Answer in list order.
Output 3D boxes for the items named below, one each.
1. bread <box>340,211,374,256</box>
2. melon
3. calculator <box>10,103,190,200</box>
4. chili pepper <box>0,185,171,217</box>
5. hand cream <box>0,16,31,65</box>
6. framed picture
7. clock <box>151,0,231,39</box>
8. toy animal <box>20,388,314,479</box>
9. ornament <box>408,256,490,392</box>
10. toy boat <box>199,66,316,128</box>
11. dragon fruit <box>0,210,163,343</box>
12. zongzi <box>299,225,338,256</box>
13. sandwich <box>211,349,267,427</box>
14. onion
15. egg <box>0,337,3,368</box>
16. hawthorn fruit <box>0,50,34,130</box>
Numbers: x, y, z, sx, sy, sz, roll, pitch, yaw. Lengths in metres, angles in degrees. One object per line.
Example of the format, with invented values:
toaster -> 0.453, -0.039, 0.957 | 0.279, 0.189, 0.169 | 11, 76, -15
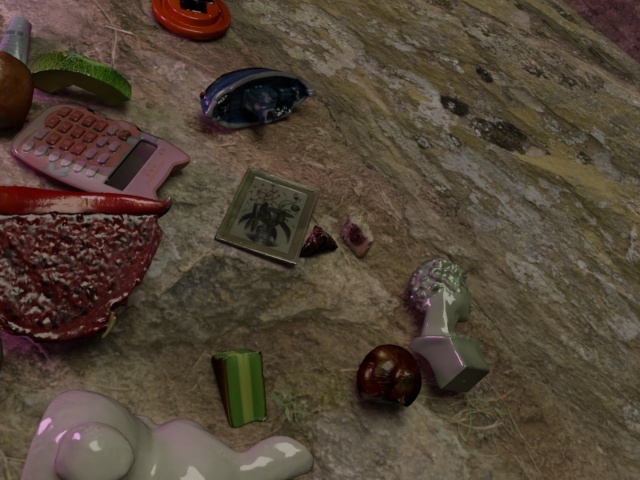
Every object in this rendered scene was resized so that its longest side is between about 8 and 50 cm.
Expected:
bread -> 0.077, -0.011, 1.423 | 0.035, 0.070, 0.083 | -20, 67, -34
melon -> -0.503, -0.339, 1.425 | 0.209, 0.118, 0.064 | 18, 60, -26
calculator -> -0.441, -0.170, 1.350 | 0.329, 0.048, 0.220 | 24, 47, 0
chili pepper -> -0.458, -0.059, 1.184 | 0.368, 0.137, 0.092 | -5, 77, -26
hand cream -> -0.661, -0.404, 1.458 | 0.076, 0.047, 0.174 | 8, 58, -18
framed picture -> -0.104, -0.056, 1.412 | 0.172, 0.010, 0.231 | 18, 47, -2
clock -> -0.331, -0.593, 1.752 | 0.205, 0.051, 0.205 | 11, 48, -13
toy animal -> -0.198, 0.321, 0.895 | 0.367, 0.241, 0.196 | 22, 64, -17
ornament -> 0.234, 0.158, 1.311 | 0.130, 0.120, 0.285 | 30, 42, -26
toy boat -> -0.135, -0.318, 1.548 | 0.309, 0.129, 0.142 | -21, 49, -36
dragon fruit -> -0.422, 0.064, 1.103 | 0.316, 0.152, 0.205 | 0, 82, -20
zongzi -> 0.000, 0.000, 1.376 | 0.067, 0.073, 0.083 | 50, 49, 2
sandwich -> -0.137, 0.248, 1.150 | 0.074, 0.074, 0.117 | -4, 86, -27
onion -> 0.123, 0.238, 1.199 | 0.117, 0.118, 0.119 | 25, 42, -34
egg -> -0.548, 0.147, 0.943 | 0.177, 0.177, 0.228 | -26, 53, -37
hawthorn fruit -> -0.634, -0.271, 1.308 | 0.149, 0.149, 0.189 | 13, 89, -13
